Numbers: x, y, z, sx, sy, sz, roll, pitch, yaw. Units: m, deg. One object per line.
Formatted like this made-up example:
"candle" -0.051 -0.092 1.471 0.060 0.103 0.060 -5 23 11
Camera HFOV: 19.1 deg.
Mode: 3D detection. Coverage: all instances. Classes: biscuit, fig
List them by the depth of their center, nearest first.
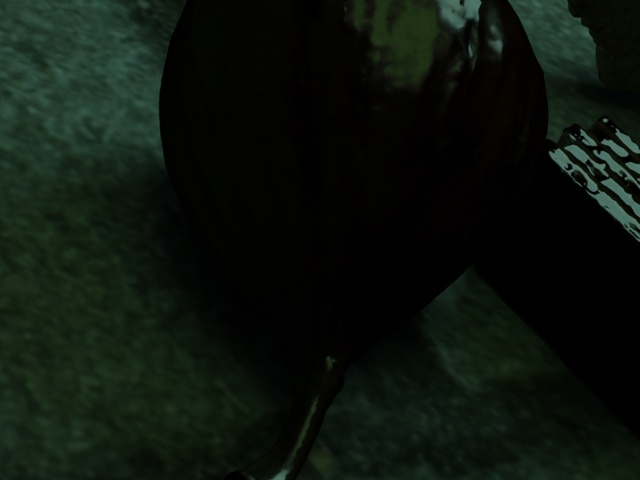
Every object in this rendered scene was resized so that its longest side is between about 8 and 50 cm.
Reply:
"fig" 0.000 0.000 0.990 0.217 0.217 0.321 18 68 -10
"biscuit" 0.196 0.044 1.066 0.070 0.106 0.252 -22 57 -40

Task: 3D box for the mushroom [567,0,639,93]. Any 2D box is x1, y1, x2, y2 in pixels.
"mushroom" 0.292 -0.103 1.214 0.208 0.233 0.302 17 56 -60
